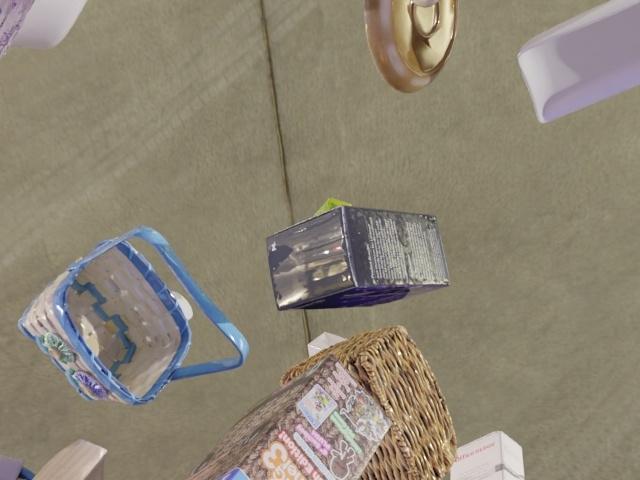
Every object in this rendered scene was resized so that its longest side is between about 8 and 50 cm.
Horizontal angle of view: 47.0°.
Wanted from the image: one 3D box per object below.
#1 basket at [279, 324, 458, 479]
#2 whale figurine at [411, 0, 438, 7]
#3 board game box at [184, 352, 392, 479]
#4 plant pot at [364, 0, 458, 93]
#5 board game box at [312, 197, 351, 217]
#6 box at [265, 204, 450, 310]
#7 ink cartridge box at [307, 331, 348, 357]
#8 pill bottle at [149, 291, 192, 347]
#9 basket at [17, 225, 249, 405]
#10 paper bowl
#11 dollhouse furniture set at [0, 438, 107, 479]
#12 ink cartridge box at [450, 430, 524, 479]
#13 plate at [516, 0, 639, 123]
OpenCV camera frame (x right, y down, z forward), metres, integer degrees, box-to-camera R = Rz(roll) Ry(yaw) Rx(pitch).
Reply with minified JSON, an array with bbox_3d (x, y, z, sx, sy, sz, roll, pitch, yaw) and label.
[{"bbox_3d":[0.100,0.333,1.422,0.223,0.213,0.299,-24,91,34],"label":"basket"},{"bbox_3d":[0.034,-0.342,0.748,0.272,0.141,0.216,35,99,8],"label":"whale figurine"},{"bbox_3d":[-0.070,0.332,1.038,0.141,0.232,0.291,49,37,-1],"label":"board game box"},{"bbox_3d":[0.146,-0.338,1.088,0.032,0.236,0.237,10,73,38],"label":"plant pot"},{"bbox_3d":[0.000,0.000,1.319,0.043,0.181,0.092,15,70,-13],"label":"board game box"},{"bbox_3d":[0.053,0.028,1.016,0.207,0.153,0.108,2,74,-44],"label":"box"},{"bbox_3d":[0.045,0.322,1.701,0.115,0.198,0.067,12,32,38],"label":"ink cartridge box"},{"bbox_3d":[-0.317,0.163,1.417,0.137,0.078,0.078,-38,80,16],"label":"pill bottle"},{"bbox_3d":[-0.277,0.121,1.096,0.288,0.201,0.255,-24,113,28],"label":"basket"},{"bbox_3d":[-0.368,-0.361,0.936,0.148,0.284,0.285,25,75,-31],"label":"paper bowl"},{"bbox_3d":[-0.470,0.365,0.949,0.303,0.198,0.286,17,32,12],"label":"dollhouse furniture set"},{"bbox_3d":[0.385,0.574,1.702,0.092,0.158,0.218,38,36,-23],"label":"ink cartridge box"},{"bbox_3d":[0.458,-0.304,1.168,0.277,0.278,0.045,-23,68,18],"label":"plate"}]
